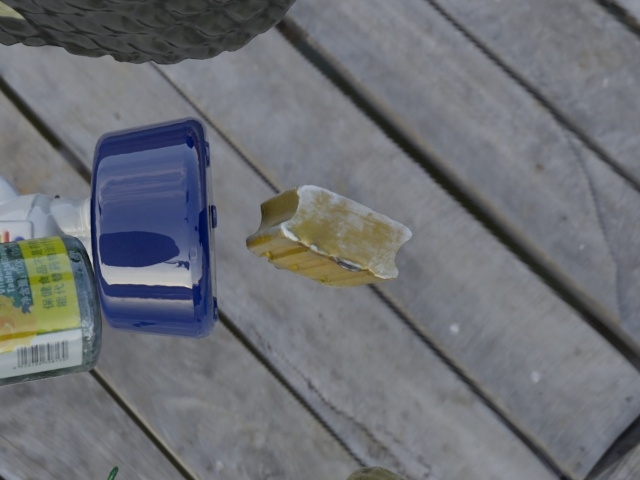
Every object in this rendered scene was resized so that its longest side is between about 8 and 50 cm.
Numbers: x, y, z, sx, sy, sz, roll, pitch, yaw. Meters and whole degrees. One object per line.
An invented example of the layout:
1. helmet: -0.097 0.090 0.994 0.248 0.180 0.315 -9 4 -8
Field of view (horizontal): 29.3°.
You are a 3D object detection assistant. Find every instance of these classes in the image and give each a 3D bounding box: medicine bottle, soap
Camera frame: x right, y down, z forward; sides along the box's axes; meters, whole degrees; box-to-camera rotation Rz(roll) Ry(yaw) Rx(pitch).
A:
1. medicine bottle: -0.367 0.081 1.179 0.293 0.141 0.141 -9 71 -21
2. soap: 0.000 0.000 1.396 0.140 0.232 0.073 25 80 -12

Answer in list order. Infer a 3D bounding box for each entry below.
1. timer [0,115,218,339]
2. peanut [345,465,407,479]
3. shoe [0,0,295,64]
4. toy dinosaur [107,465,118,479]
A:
1. timer: -0.318 -0.009 1.477 0.384 0.270 0.270 -2 71 -3
2. peanut: 0.098 0.337 1.494 0.093 0.083 0.194 -47 40 -18
3. shoe: -0.133 -0.183 0.568 0.337 0.132 0.171 8 82 34
4. toy dinosaur: -0.265 0.346 1.587 0.029 0.060 0.119 8 26 -22
